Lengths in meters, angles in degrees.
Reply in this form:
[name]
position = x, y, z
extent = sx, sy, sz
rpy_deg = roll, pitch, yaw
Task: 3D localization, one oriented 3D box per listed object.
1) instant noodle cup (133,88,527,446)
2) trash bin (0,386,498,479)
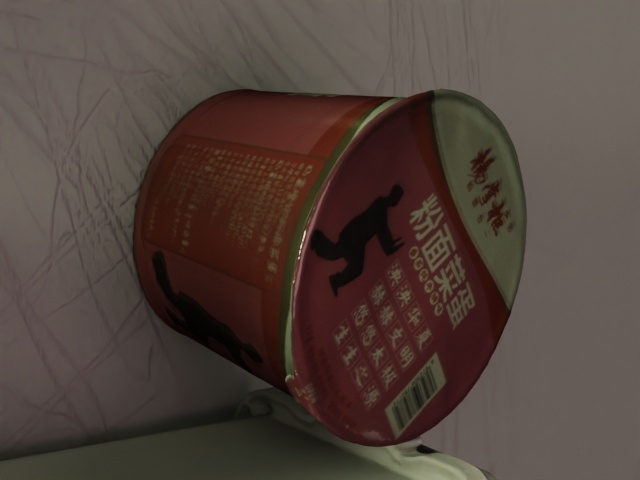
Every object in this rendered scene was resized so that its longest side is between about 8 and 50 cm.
[instant noodle cup]
position = 0.000, 0.000, 1.201
extent = 0.234, 0.178, 0.235
rpy_deg = -20, 118, -44
[trash bin]
position = -0.066, 0.245, 1.141
extent = 0.367, 0.296, 0.256
rpy_deg = 2, 102, -44
